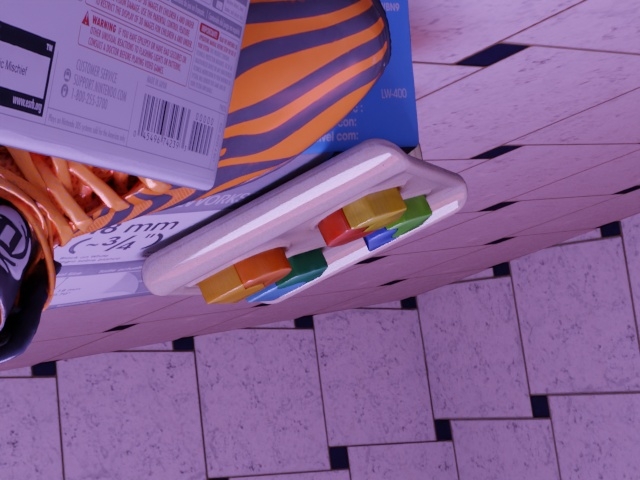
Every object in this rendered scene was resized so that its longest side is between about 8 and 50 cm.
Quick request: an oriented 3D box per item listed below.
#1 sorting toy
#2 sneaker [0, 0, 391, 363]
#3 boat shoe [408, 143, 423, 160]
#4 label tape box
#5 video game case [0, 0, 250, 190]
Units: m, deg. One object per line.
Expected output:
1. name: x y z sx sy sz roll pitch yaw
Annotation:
1. sorting toy: 0.000 0.000 0.917 0.193 0.038 0.208 -27 166 15
2. sneaker: -0.110 -0.026 0.623 0.321 0.124 0.180 -23 -155 7
3. boat shoe: -0.061 -0.034 1.239 0.341 0.121 0.110 -19 171 35
4. label tape box: -0.070 -0.072 0.846 0.241 0.105 0.334 -7 159 -43
5. video game case: -0.070 -0.122 0.454 0.023 0.193 0.212 11 180 20
